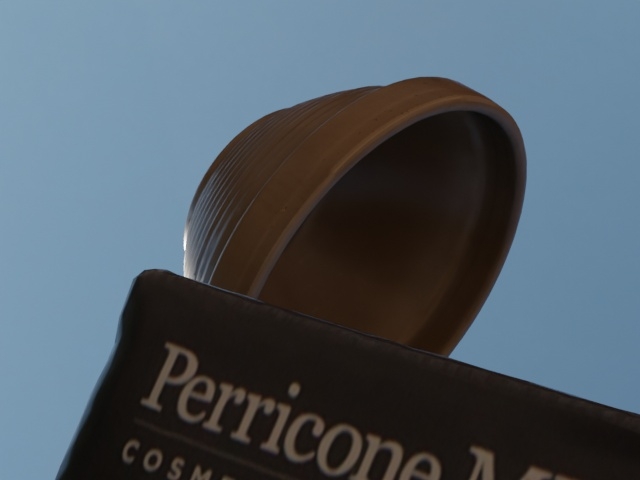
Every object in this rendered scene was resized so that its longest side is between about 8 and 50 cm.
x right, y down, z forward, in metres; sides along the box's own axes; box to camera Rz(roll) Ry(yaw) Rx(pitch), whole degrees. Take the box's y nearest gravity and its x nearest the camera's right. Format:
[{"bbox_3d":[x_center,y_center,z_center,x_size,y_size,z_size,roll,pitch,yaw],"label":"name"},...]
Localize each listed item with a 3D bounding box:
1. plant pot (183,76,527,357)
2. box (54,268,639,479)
[{"bbox_3d":[0.000,0.000,0.977,0.110,0.237,0.237,35,-139,30],"label":"plant pot"},{"bbox_3d":[0.108,0.315,0.463,0.480,0.472,0.297,14,166,36],"label":"box"}]
